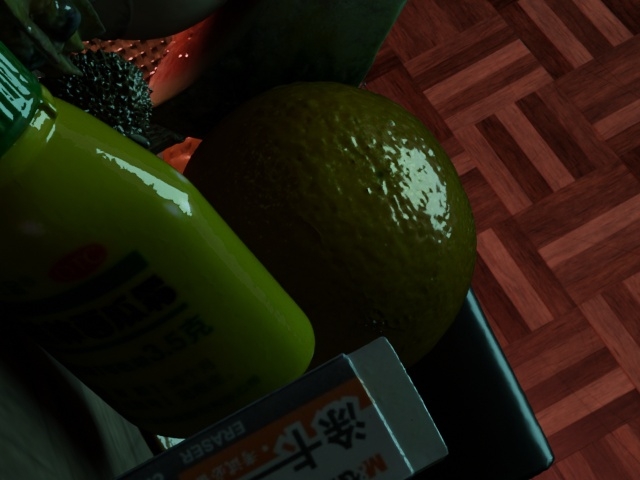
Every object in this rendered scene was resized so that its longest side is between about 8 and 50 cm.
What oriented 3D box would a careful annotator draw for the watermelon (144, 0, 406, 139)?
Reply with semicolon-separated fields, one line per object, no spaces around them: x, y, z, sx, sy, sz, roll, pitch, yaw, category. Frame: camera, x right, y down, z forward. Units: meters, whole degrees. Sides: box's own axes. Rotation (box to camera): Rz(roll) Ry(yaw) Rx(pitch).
-0.033;-0.217;1.069;0.193;0.310;0.232;30;31;-5;watermelon

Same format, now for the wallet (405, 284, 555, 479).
0.045;0.081;1.132;0.062;0.228;0.406;51;15;-67;wallet

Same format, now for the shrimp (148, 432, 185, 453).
-0.088;0.061;0.624;0.236;0.053;0.133;65;19;1;shrimp

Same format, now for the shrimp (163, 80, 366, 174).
-0.028;-0.022;1.268;0.085;0.272;0.445;28;38;-59;shrimp

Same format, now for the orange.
0.000;0.000;0.989;0.274;0.274;0.274;61;-1;2;orange

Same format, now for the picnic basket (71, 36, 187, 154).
-0.149;-0.191;1.243;0.134;0.196;0.154;60;-2;25;picnic basket

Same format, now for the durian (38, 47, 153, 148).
-0.142;-0.083;0.743;0.091;0.080;0.080;30;-12;19;durian

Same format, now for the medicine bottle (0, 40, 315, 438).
-0.098;-0.019;0.394;0.260;0.095;0.064;52;32;-39;medicine bottle

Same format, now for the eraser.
-0.018;0.086;0.419;0.052;0.122;0.029;61;-4;13;eraser

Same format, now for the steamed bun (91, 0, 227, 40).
-0.166;-0.362;0.974;0.374;0.241;0.374;49;-24;32;steamed bun

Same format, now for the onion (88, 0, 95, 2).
-0.173;-0.230;0.691;0.200;0.200;0.207;61;-10;11;onion

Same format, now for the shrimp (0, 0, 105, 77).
-0.201;-0.187;0.533;0.168;0.077;0.317;57;-1;38;shrimp
